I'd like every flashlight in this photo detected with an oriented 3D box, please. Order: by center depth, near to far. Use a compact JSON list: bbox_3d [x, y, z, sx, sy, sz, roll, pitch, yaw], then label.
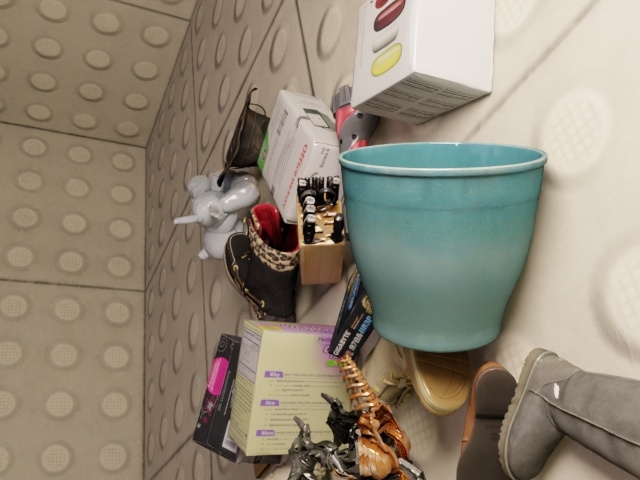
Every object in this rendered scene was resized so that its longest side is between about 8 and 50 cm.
[{"bbox_3d":[0.085,-0.158,1.252,0.103,0.103,0.303,90,175,-71],"label":"flashlight"}]

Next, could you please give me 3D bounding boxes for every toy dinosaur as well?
[{"bbox_3d":[0.078,0.335,1.009,0.219,0.164,0.321,0,89,43],"label":"toy dinosaur"}]

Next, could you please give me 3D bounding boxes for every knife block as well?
[{"bbox_3d":[0.000,0.000,1.225,0.242,0.088,0.275,-96,4,-69],"label":"knife block"}]

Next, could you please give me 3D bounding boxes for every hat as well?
[{"bbox_3d":[-0.190,-0.277,1.803,0.331,0.134,0.331,-159,90,-78],"label":"hat"}]

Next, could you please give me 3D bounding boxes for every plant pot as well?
[{"bbox_3d":[0.163,0.006,0.869,0.272,0.272,0.255,-151,57,-63],"label":"plant pot"}]

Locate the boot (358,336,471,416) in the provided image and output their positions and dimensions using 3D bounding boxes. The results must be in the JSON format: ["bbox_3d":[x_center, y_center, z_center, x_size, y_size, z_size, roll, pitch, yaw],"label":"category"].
[{"bbox_3d":[0.139,0.217,1.003,0.261,0.095,0.203,-101,30,-54],"label":"boot"}]

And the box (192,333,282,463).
[{"bbox_3d":[-0.152,0.350,1.397,0.164,0.142,0.247,8,80,42],"label":"box"}]

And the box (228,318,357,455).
[{"bbox_3d":[-0.054,0.293,1.265,0.117,0.214,0.242,12,94,64],"label":"box"}]

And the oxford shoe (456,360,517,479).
[{"bbox_3d":[0.232,0.270,0.872,0.076,0.076,0.212,-50,-31,-82],"label":"oxford shoe"}]

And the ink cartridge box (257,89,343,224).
[{"bbox_3d":[-0.037,-0.193,1.473,0.211,0.122,0.289,-67,29,29],"label":"ink cartridge box"}]

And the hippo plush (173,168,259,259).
[{"bbox_3d":[-0.279,-0.060,1.913,0.294,0.235,0.236,-94,-7,-56],"label":"hippo plush"}]

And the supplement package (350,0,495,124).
[{"bbox_3d":[0.166,-0.323,1.054,0.203,0.149,0.194,168,108,-64],"label":"supplement package"}]

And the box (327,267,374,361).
[{"bbox_3d":[0.087,0.082,1.113,0.220,0.051,0.175,-68,4,-54],"label":"box"}]

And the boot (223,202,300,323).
[{"bbox_3d":[-0.142,0.031,1.543,0.377,0.138,0.284,-117,27,-45],"label":"boot"}]

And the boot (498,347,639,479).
[{"bbox_3d":[0.308,0.229,0.714,0.209,0.076,0.189,20,103,57],"label":"boot"}]

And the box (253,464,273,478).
[{"bbox_3d":[-0.147,0.488,1.631,0.164,0.021,0.201,-58,35,41],"label":"box"}]

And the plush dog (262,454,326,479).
[{"bbox_3d":[-0.070,0.583,1.289,0.262,0.211,0.225,-111,11,-48],"label":"plush dog"}]
